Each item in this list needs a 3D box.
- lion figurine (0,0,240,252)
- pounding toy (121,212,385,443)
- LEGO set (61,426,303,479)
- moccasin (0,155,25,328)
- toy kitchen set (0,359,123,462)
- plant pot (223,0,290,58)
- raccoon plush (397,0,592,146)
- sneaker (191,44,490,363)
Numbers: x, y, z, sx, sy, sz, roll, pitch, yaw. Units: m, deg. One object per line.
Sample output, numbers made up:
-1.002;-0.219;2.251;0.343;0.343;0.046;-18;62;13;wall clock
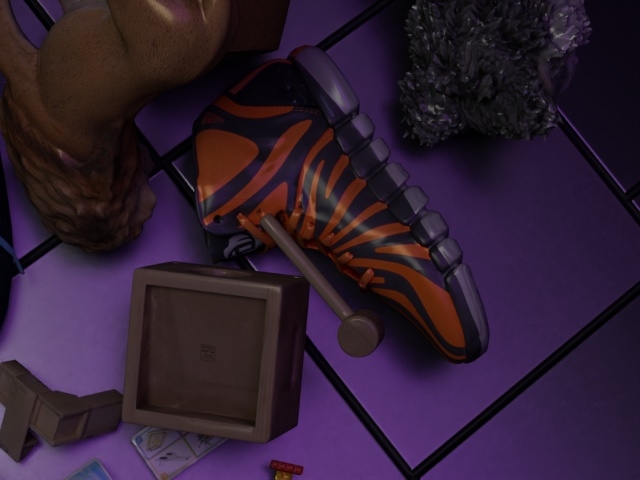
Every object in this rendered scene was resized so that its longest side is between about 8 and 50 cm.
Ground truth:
-0.156;-0.147;1.156;0.142;0.392;0.240;-18;81;-31;lion figurine
-0.043;0.066;1.215;0.206;0.094;0.181;6;95;15;pounding toy
-0.096;0.227;1.248;0.244;0.060;0.182;-34;85;-19;LEGO set
-0.334;-0.076;1.245;0.137;0.117;0.342;-11;80;-11;moccasin
-0.226;0.147;1.266;0.083;0.075;0.068;33;115;31;toy kitchen set
-0.108;-0.284;1.291;0.237;0.237;0.254;-7;96;-11;plant pot
0.074;-0.274;1.276;0.446;0.216;0.299;27;74;-26;raccoon plush
0.000;0.000;1.296;0.180;0.124;0.321;-32;74;-10;sneaker
